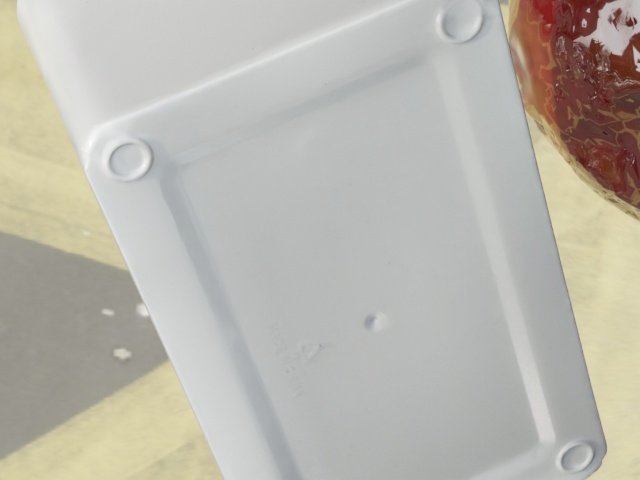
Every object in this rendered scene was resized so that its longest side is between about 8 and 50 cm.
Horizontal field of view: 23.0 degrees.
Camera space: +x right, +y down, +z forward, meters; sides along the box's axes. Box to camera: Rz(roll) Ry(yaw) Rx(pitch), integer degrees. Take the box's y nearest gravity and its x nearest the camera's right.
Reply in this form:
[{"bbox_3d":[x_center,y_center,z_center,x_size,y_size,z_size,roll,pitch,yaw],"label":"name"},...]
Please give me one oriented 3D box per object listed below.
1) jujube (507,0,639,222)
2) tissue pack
[{"bbox_3d":[0.284,-0.116,0.791,0.377,0.276,0.276,-1,85,12],"label":"jujube"},{"bbox_3d":[0.001,0.000,0.633,0.159,0.246,0.136,-22,35,-5],"label":"tissue pack"}]
